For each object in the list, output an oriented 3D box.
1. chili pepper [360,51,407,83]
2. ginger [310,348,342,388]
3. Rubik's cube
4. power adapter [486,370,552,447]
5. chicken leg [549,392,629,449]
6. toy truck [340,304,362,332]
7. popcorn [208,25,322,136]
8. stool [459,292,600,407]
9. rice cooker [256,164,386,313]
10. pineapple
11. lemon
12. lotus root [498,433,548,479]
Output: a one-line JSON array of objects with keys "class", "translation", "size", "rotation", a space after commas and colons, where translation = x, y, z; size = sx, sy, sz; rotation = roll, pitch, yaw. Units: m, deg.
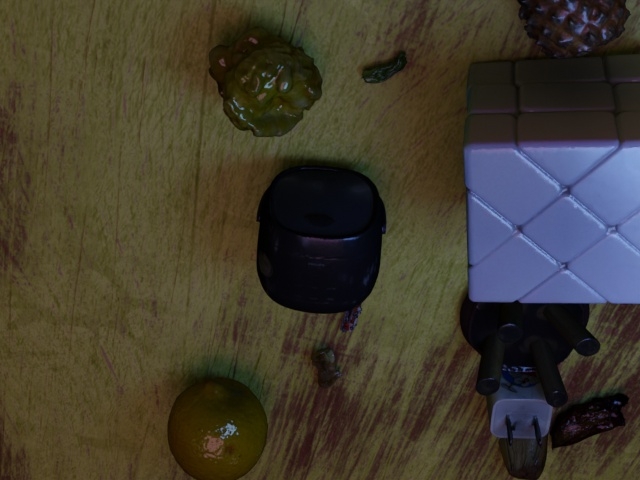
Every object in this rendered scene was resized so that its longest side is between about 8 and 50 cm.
[{"class": "chili pepper", "translation": [0.115, -0.303, 1.604], "size": [0.091, 0.030, 0.034], "rotation": [-22, 96, 16]}, {"class": "ginger", "translation": [0.011, 0.285, 2.029], "size": [0.057, 0.044, 0.137], "rotation": [-24, 132, -14]}, {"class": "Rubik's cube", "translation": [0.408, -0.106, 1.531], "size": [0.318, 0.316, 0.322], "rotation": [0, 127, 12]}, {"class": "power adapter", "translation": [0.432, 0.366, 1.953], "size": [0.130, 0.205, 0.125], "rotation": [1, 126, 2]}, {"class": "chicken leg", "translation": [0.610, 0.416, 2.064], "size": [0.233, 0.063, 0.105], "rotation": [-31, 113, 26]}, {"class": "toy truck", "translation": [0.066, 0.167, 1.949], "size": [0.032, 0.024, 0.083], "rotation": [25, 125, 14]}, {"class": "popcorn", "translation": [-0.095, -0.274, 1.567], "size": [0.197, 0.156, 0.198], "rotation": [-15, 144, -11]}, {"class": "stool", "translation": [0.428, 0.198, 1.847], "size": [0.272, 0.178, 0.272], "rotation": [1, 125, 2]}, {"class": "rice cooker", "translation": [0.000, 0.000, 1.701], "size": [0.267, 0.267, 0.225], "rotation": [4, 133, 2]}, {"class": "pineapple", "translation": [0.354, -0.464, 1.405], "size": [0.175, 0.175, 0.361], "rotation": [-21, 107, 18]}, {"class": "lemon", "translation": [-0.233, 0.425, 2.029], "size": [0.228, 0.228, 0.254], "rotation": [7, 137, -1]}, {"class": "lotus root", "translation": [0.490, 0.495, 2.103], "size": [0.095, 0.135, 0.159], "rotation": [29, 136, -17]}]
